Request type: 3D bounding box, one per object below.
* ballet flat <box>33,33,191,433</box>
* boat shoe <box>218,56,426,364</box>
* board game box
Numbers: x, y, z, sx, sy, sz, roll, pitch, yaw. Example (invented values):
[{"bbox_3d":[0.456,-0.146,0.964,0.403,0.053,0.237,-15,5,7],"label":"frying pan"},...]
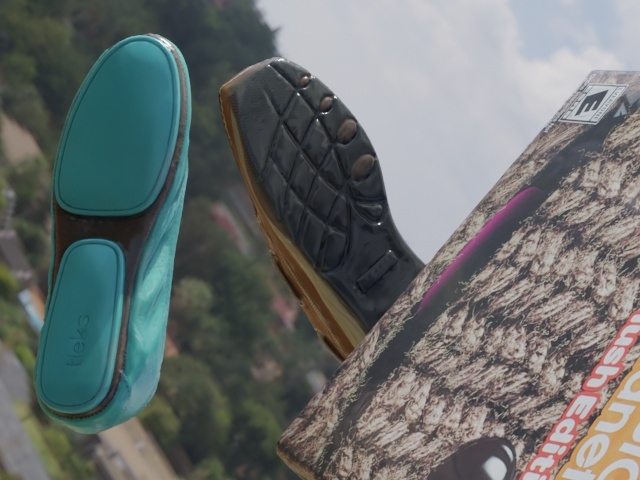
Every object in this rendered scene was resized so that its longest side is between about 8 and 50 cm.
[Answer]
[{"bbox_3d":[-0.124,-0.001,0.978,0.087,0.083,0.247,53,44,-70],"label":"ballet flat"},{"bbox_3d":[0.000,0.000,1.383,0.120,0.122,0.324,-8,-66,57],"label":"boat shoe"},{"bbox_3d":[0.146,0.067,0.596,0.141,0.232,0.291,43,-9,-19],"label":"board game box"}]
